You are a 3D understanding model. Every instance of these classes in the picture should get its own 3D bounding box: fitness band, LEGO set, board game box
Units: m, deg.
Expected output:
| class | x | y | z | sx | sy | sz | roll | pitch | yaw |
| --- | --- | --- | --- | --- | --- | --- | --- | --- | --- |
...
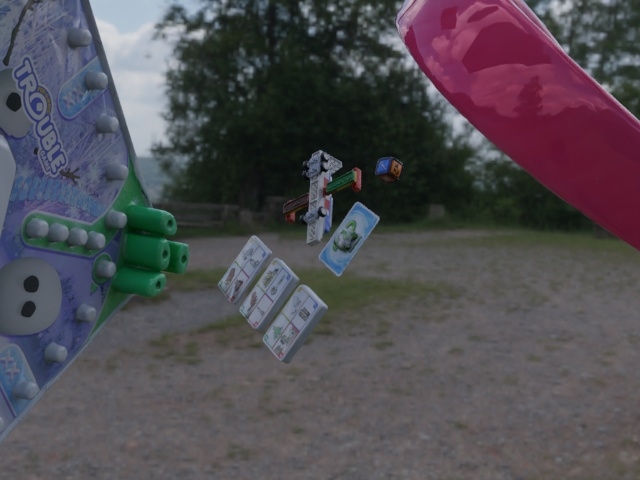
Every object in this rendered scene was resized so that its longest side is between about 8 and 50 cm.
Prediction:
| class | x | y | z | sx | sy | sz | roll | pitch | yaw |
| --- | --- | --- | --- | --- | --- | --- | --- | --- | --- |
| fitness band | 0.127 | -0.059 | 0.454 | 0.209 | 0.054 | 0.291 | 41 | 19 | -4 |
| LEGO set | 0.000 | 0.000 | 1.028 | 0.060 | 0.244 | 0.182 | 30 | 7 | -38 |
| board game box | -0.239 | -0.020 | 0.588 | 0.050 | 0.390 | 0.390 | 10 | 41 | 25 |
